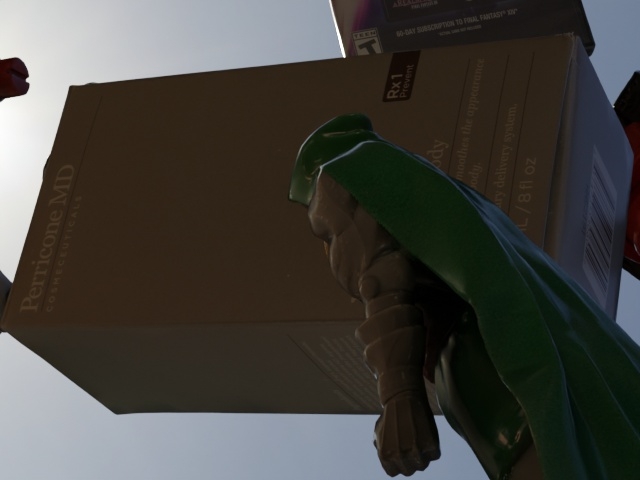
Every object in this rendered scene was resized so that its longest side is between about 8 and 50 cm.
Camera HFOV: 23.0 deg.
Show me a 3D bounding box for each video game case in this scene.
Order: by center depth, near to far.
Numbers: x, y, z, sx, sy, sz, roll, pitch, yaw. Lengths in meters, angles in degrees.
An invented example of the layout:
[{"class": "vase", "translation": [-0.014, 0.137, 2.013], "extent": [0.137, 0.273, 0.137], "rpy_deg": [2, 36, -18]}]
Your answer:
[{"class": "video game case", "translation": [0.091, -0.256, 1.278], "extent": [0.026, 0.196, 0.274], "rpy_deg": [99, -22, -72]}]

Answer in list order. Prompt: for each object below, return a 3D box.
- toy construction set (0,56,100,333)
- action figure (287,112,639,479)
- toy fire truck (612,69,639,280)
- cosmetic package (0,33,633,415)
[{"class": "toy construction set", "translation": [-0.364, -0.053, 1.296], "extent": [0.308, 0.237, 0.258], "rpy_deg": [21, -82, 22]}, {"class": "action figure", "translation": [0.053, 0.039, 0.377], "extent": [0.063, 0.137, 0.232], "rpy_deg": [-49, -135, 13]}, {"class": "toy fire truck", "translation": [0.286, 0.007, 0.972], "extent": [0.158, 0.217, 0.246], "rpy_deg": [-56, -153, 18]}, {"class": "cosmetic package", "translation": [0.000, 0.000, 0.650], "extent": [0.238, 0.107, 0.127], "rpy_deg": [-3, -119, 24]}]
